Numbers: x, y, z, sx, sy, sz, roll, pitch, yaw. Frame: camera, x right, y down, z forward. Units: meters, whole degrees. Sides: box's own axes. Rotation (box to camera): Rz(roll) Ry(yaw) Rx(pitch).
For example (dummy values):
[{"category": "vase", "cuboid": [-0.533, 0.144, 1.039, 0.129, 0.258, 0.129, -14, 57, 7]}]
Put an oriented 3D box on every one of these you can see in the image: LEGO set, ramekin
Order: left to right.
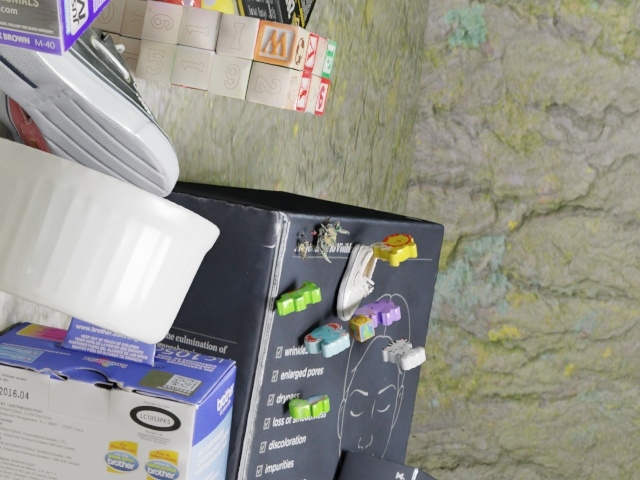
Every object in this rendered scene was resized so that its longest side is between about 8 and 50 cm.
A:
[{"category": "ramekin", "cuboid": [-0.252, 0.002, 1.527, 0.277, 0.277, 0.135, 39, 71, -75]}, {"category": "LEGO set", "cuboid": [-0.001, -0.002, 1.834, 0.083, 0.023, 0.054, 9, 90, -49]}]

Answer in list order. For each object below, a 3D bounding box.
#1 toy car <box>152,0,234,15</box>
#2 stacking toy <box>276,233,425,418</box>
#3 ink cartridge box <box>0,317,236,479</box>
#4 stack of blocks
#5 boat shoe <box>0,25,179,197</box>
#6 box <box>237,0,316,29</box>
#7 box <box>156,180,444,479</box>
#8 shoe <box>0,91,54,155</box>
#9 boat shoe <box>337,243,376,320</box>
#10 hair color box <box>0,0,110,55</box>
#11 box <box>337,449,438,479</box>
[{"category": "toy car", "cuboid": [-0.145, -0.359, 1.943, 0.239, 0.053, 0.225, -8, 108, -77]}, {"category": "stacking toy", "cuboid": [0.036, 0.104, 1.876, 0.221, 0.052, 0.167, -24, 120, -33]}, {"category": "ink cartridge box", "cuboid": [-0.248, 0.255, 1.710, 0.151, 0.270, 0.396, -46, 145, -69]}, {"category": "stack of blocks", "cuboid": [-0.148, -0.213, 1.700, 0.171, 0.297, 0.087, -8, 110, -75]}, {"category": "boat shoe", "cuboid": [-0.243, -0.170, 1.561, 0.335, 0.121, 0.119, 49, 44, -44]}, {"category": "box", "cuboid": [-0.060, -0.464, 2.340, 0.322, 0.079, 0.257, 79, 27, -57]}, {"category": "box", "cuboid": [-0.087, 0.174, 2.060, 0.480, 0.297, 0.472, 3, 99, -62]}, {"category": "shoe", "cuboid": [-0.290, -0.128, 1.646, 0.178, 0.081, 0.063, 81, 24, -54]}, {"category": "boat shoe", "cuboid": [0.049, 0.054, 1.925, 0.035, 0.035, 0.100, 41, 64, -59]}, {"category": "hair color box", "cuboid": [-0.255, -0.310, 1.433, 0.339, 0.185, 0.110, -62, 159, -50]}, {"category": "box", "cuboid": [0.096, 0.382, 2.057, 0.207, 0.108, 0.153, 41, 64, -58]}]
